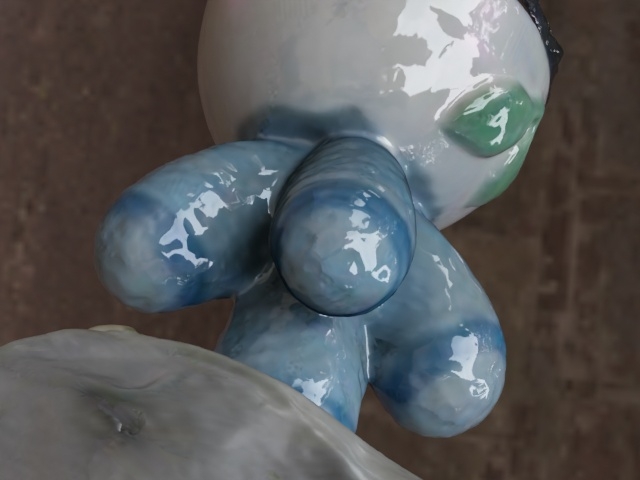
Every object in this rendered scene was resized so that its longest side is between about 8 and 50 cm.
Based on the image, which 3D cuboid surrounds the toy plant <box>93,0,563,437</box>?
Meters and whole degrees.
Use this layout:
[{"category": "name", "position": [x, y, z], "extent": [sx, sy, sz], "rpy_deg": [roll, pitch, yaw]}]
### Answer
[{"category": "toy plant", "position": [0.000, 0.000, 1.131], "extent": [0.247, 0.247, 0.332], "rpy_deg": [77, 25, -53]}]

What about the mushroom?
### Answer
[{"category": "mushroom", "position": [0.014, 0.115, 0.649], "extent": [0.109, 0.351, 0.097], "rpy_deg": [-59, 162, -45]}]
